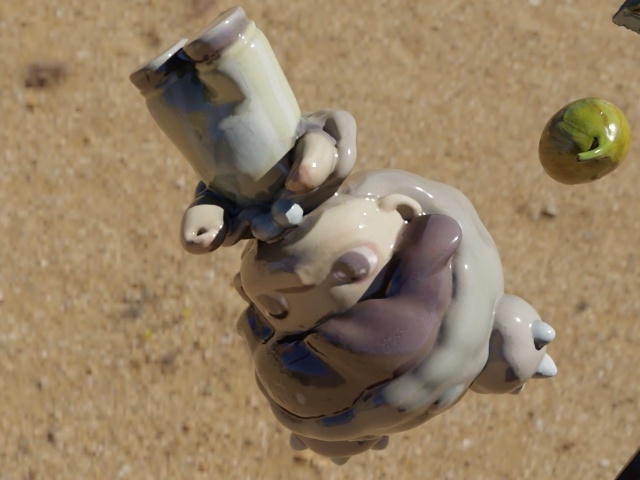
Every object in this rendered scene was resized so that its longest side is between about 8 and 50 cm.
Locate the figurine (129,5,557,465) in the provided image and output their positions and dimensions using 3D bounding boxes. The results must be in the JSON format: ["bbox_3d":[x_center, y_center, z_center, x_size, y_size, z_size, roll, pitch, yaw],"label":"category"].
[{"bbox_3d":[-0.001,-0.001,1.257,0.248,0.380,0.203,-29,19,23],"label":"figurine"}]

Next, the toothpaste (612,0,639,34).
[{"bbox_3d":[0.263,-0.202,1.023,0.049,0.204,0.031,16,42,-30],"label":"toothpaste"}]

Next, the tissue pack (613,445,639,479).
[{"bbox_3d":[0.292,0.249,1.183,0.210,0.198,0.370,34,77,34],"label":"tissue pack"}]

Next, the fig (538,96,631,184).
[{"bbox_3d":[0.248,-0.088,1.483,0.084,0.082,0.098,-3,14,-18],"label":"fig"}]
